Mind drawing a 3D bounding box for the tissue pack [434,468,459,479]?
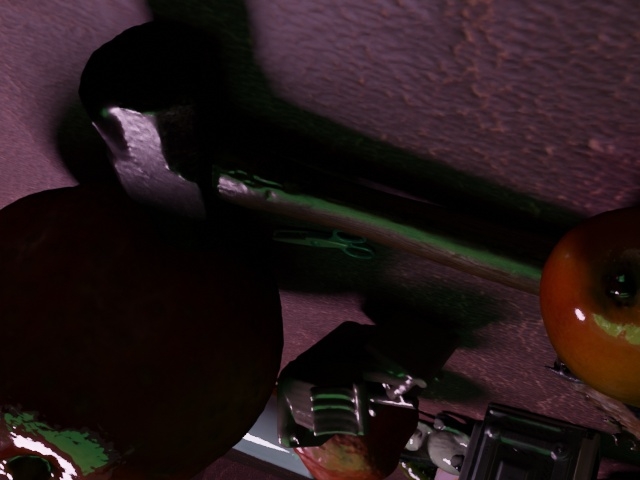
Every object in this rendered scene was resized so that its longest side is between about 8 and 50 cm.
[{"bbox_3d":[0.310,0.511,1.366,0.124,0.185,0.225,31,155,-17],"label":"tissue pack"}]

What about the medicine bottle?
[{"bbox_3d":[-0.070,0.390,1.498,0.318,0.158,0.158,15,155,19],"label":"medicine bottle"}]

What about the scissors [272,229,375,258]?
[{"bbox_3d":[0.000,0.000,0.776,0.119,0.014,0.058,6,150,29],"label":"scissors"}]

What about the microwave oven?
[{"bbox_3d":[0.289,0.384,1.040,0.193,0.241,0.145,12,155,26],"label":"microwave oven"}]

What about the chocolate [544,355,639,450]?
[{"bbox_3d":[0.377,0.209,0.817,0.329,0.065,0.102,41,165,-33],"label":"chocolate"}]

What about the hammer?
[{"bbox_3d":[0.016,-0.028,0.613,0.408,0.095,0.242,19,156,6],"label":"hammer"}]

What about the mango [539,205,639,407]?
[{"bbox_3d":[0.239,0.061,0.534,0.146,0.129,0.289,-3,154,16],"label":"mango"}]

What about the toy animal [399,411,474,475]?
[{"bbox_3d":[0.212,0.358,1.259,0.121,0.094,0.225,27,157,-31],"label":"toy animal"}]

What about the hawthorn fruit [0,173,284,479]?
[{"bbox_3d":[-0.247,0.137,0.836,0.402,0.403,0.403,20,157,9],"label":"hawthorn fruit"}]

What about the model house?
[{"bbox_3d":[0.063,0.168,0.875,0.188,0.229,0.122,-16,102,54],"label":"model house"}]

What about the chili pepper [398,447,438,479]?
[{"bbox_3d":[0.216,0.487,1.538,0.204,0.072,0.073,26,134,27],"label":"chili pepper"}]

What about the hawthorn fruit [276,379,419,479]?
[{"bbox_3d":[0.016,0.258,1.107,0.243,0.207,0.207,30,156,-3],"label":"hawthorn fruit"}]

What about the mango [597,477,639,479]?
[{"bbox_3d":[0.495,0.446,1.081,0.211,0.173,0.317,32,144,-17],"label":"mango"}]
